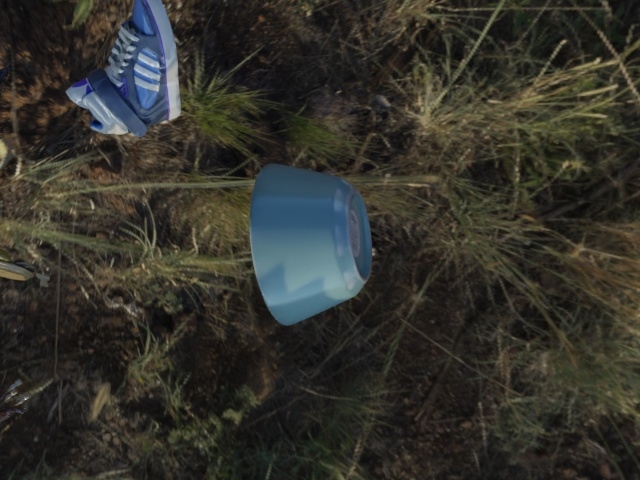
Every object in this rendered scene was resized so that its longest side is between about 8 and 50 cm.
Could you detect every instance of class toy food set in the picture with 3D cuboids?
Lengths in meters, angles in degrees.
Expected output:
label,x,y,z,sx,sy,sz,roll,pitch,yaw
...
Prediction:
label,x,y,z,sx,sy,sz,roll,pitch,yaw
toy food set,-0.676,0.051,1.477,0.192,0.132,0.038,17,70,-17

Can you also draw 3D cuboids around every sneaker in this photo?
label,x,y,z,sx,sy,sz,roll,pitch,yaw
sneaker,-0.443,-0.378,1.507,0.236,0.130,0.323,-18,135,-21

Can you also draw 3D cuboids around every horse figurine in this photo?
label,x,y,z,sx,sy,sz,roll,pitch,yaw
horse figurine,-0.689,0.376,1.441,0.066,0.263,0.174,48,59,-7

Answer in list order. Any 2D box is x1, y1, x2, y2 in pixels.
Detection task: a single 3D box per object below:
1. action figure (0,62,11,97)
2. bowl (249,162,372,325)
label,x,y,z,sx,sy,sz,roll,pitch,yaw
action figure,-0.817,-0.371,1.462,0.276,0.141,0.164,19,128,-19
bowl,0.000,0.000,1.300,0.163,0.311,0.311,-6,103,16
